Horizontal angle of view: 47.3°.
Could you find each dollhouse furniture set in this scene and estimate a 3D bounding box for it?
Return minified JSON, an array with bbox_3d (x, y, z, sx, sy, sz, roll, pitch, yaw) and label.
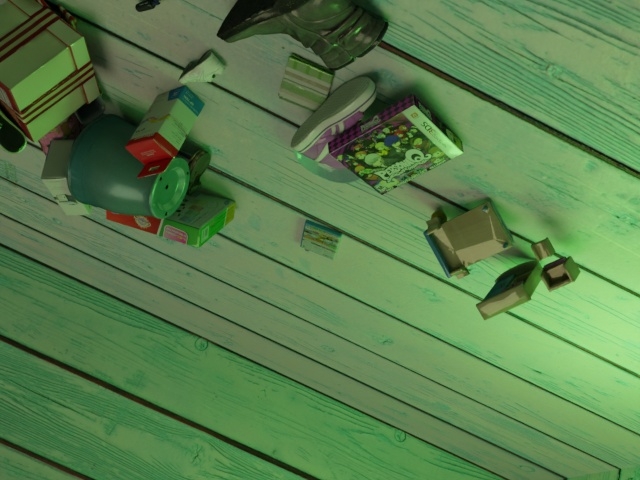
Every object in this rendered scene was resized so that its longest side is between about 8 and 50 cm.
[{"bbox_3d":[0.470,0.000,1.885,0.286,0.198,0.303,-30,92,32],"label":"dollhouse furniture set"}]

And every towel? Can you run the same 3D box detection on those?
[{"bbox_3d":[-0.033,-0.359,1.682,0.113,0.023,0.152,22,151,-2],"label":"towel"}]

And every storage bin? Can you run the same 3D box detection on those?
[{"bbox_3d":[-0.662,-0.408,2.012,0.091,0.098,0.135,43,162,26],"label":"storage bin"}]

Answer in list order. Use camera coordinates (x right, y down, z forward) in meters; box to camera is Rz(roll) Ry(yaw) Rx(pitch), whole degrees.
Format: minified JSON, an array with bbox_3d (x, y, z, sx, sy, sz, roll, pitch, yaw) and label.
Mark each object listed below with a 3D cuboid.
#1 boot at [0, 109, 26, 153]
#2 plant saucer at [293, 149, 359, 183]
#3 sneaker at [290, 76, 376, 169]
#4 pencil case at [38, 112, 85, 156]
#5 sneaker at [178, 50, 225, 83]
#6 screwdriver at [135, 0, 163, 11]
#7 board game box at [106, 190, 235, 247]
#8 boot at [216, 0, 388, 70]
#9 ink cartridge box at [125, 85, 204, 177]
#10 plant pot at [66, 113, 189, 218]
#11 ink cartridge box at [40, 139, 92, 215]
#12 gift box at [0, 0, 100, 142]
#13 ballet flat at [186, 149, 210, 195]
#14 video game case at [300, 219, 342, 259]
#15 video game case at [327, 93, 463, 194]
[{"bbox_3d":[-0.846,-0.324,1.790,0.176,0.088,0.244,24,154,41],"label":"boot"},{"bbox_3d":[0.026,-0.220,1.861,0.194,0.037,0.195,19,153,10],"label":"plant saucer"},{"bbox_3d":[0.072,-0.259,1.679,0.161,0.102,0.282,31,145,-21],"label":"sneaker"},{"bbox_3d":[-0.786,-0.364,2.102,0.167,0.160,0.386,2,149,9],"label":"pencil case"},{"bbox_3d":[-0.290,-0.402,1.763,0.061,0.054,0.152,38,149,-31],"label":"sneaker"},{"bbox_3d":[-0.348,-0.529,1.613,0.169,0.025,0.024,2,146,37],"label":"screwdriver"},{"bbox_3d":[-0.456,-0.093,2.247,0.316,0.242,0.064,17,118,14],"label":"board game box"},{"bbox_3d":[-0.045,-0.420,1.486,0.338,0.118,0.222,-4,148,48],"label":"boot"},{"bbox_3d":[-0.410,-0.278,1.881,0.134,0.231,0.078,-6,141,43],"label":"ink cartridge box"},{"bbox_3d":[-0.520,-0.185,2.056,0.255,0.272,0.272,23,154,17],"label":"plant pot"},{"bbox_3d":[-0.721,-0.179,2.110,0.082,0.140,0.191,-2,149,6],"label":"ink cartridge box"},{"bbox_3d":[-0.721,-0.452,1.800,0.276,0.258,0.255,41,156,9],"label":"gift box"},{"bbox_3d":[-0.380,-0.207,2.168,0.058,0.084,0.250,48,156,4],"label":"ballet flat"},{"bbox_3d":[0.000,0.000,2.297,0.119,0.015,0.166,22,153,4],"label":"video game case"},{"bbox_3d":[0.170,-0.209,1.644,0.232,0.042,0.210,-26,140,29],"label":"video game case"}]
